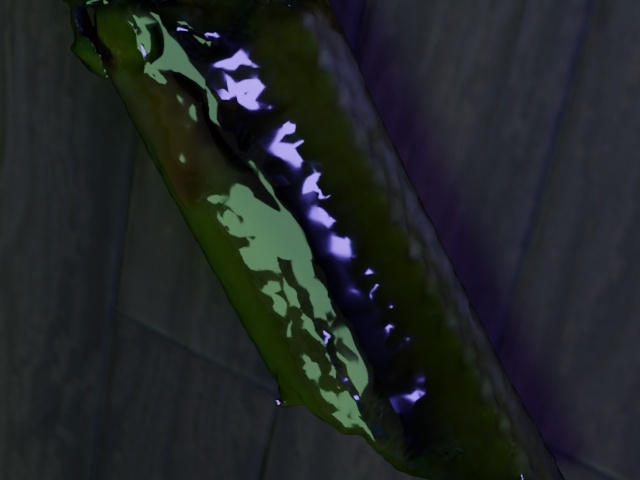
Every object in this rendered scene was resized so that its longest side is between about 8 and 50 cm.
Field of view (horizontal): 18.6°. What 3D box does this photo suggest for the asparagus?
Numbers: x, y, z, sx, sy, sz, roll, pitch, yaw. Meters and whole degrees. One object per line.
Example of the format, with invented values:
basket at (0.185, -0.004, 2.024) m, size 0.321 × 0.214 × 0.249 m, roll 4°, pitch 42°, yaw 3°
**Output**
asparagus at (0.000, 0.000, 1.013) m, size 0.382 × 0.128 × 0.108 m, roll 62°, pitch 169°, yaw -18°
